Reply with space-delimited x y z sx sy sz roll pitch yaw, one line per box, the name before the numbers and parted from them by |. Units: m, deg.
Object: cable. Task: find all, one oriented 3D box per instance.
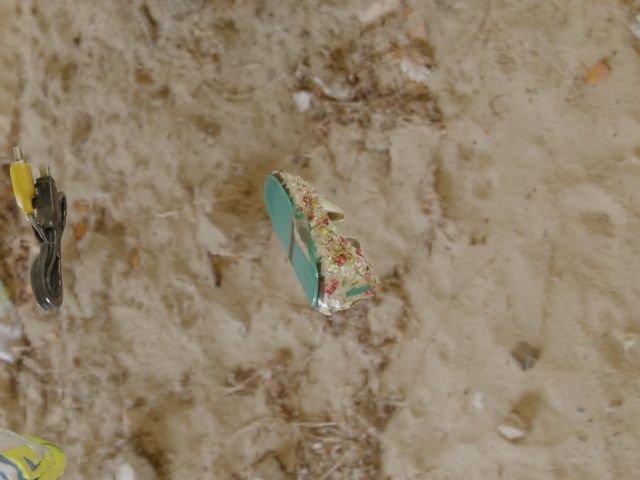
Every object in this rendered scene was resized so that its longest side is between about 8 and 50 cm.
cable | -0.443 -0.003 1.659 0.072 0.139 0.287 -11 62 3

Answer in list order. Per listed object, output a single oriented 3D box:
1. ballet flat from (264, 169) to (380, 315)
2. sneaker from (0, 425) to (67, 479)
ballet flat | 0.000 0.000 1.148 0.241 0.077 0.091 -116 26 -51
sneaker | -0.379 0.290 1.244 0.091 0.240 0.126 20 77 17
